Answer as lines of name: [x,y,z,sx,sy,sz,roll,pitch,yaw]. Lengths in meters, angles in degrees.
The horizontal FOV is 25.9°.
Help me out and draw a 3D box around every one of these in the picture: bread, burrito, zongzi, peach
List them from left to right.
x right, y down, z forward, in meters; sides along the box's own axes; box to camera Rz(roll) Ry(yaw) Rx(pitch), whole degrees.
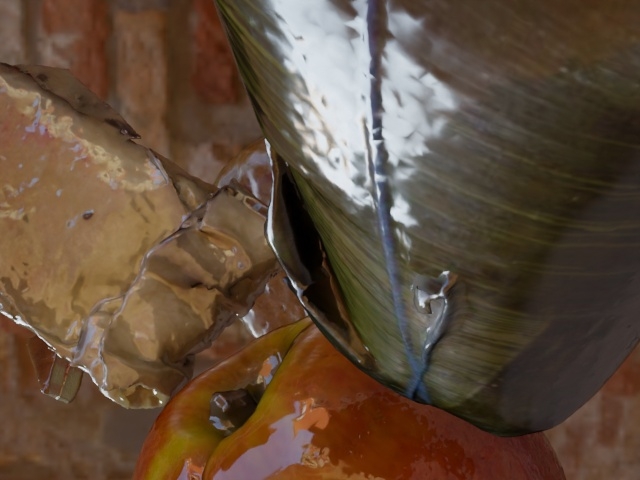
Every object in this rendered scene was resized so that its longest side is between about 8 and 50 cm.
burrito: [-0.189,-0.028,0.929,0.175,0.348,0.107,-56,-16,-18]
bread: [-0.281,0.123,1.506,0.062,0.043,0.109,-52,35,8]
zongzi: [-0.008,-0.121,0.572,0.208,0.432,0.403,-57,-7,-33]
bread: [0.000,0.000,1.297,0.123,0.230,0.230,-29,-53,-56]
peach: [0.025,0.180,0.851,0.238,0.281,0.281,-17,66,45]
